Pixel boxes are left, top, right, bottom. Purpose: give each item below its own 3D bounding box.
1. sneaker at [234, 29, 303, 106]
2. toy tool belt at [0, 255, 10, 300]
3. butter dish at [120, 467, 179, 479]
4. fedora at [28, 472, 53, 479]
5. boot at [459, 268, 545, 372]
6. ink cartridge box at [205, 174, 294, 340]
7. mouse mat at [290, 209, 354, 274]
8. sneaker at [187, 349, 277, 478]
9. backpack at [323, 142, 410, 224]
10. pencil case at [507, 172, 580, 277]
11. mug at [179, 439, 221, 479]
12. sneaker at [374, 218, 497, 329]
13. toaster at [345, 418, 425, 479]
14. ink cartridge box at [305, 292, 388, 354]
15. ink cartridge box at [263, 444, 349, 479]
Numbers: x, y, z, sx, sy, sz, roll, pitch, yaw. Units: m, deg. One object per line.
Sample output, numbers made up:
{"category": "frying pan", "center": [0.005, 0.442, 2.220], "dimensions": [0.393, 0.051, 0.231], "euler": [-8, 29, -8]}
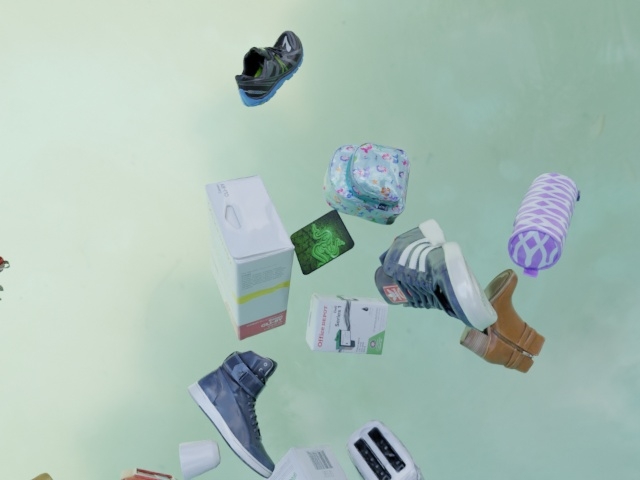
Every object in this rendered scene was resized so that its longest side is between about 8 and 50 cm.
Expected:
{"category": "sneaker", "center": [-0.089, -0.317, 0.883], "dimensions": [0.067, 0.078, 0.188], "euler": [11, 55, 31]}
{"category": "toy tool belt", "center": [-0.403, 0.061, 0.587], "dimensions": [0.052, 0.051, 0.083], "euler": [15, 39, 9]}
{"category": "butter dish", "center": [-0.424, 0.636, 1.221], "dimensions": [0.159, 0.160, 0.118], "euler": [19, 69, -15]}
{"category": "fedora", "center": [-0.808, 0.716, 1.411], "dimensions": [0.194, 0.194, 0.079], "euler": [-31, 76, 1]}
{"category": "boot", "center": [0.398, 0.169, 1.029], "dimensions": [0.152, 0.073, 0.197], "euler": [25, 106, 1]}
{"category": "ink cartridge box", "center": [-0.203, 0.053, 1.396], "dimensions": [0.160, 0.385, 0.279], "euler": [-15, 55, -19]}
{"category": "mouse mat", "center": [0.000, 0.000, 1.303], "dimensions": [0.152, 0.007, 0.190], "euler": [-31, 38, 5]}
{"category": "sneaker", "center": [-0.122, 0.316, 0.951], "dimensions": [0.163, 0.086, 0.226], "euler": [-38, 77, -16]}
{"category": "backpack", "center": [0.139, -0.182, 1.513], "dimensions": [0.253, 0.191, 0.225], "euler": [13, 67, -1]}
{"category": "pencil case", "center": [0.371, -0.035, 0.830], "dimensions": [0.086, 0.088, 0.206], "euler": [21, 42, 23]}
{"category": "mug", "center": [-0.211, 0.374, 0.877], "dimensions": [0.064, 0.062, 0.078], "euler": [-12, 35, -11]}
{"category": "sneaker", "center": [0.168, 0.071, 0.812], "dimensions": [0.148, 0.350, 0.131], "euler": [-28, 100, 8]}
{"category": "toaster", "center": [0.145, 0.514, 1.149], "dimensions": [0.129, 0.146, 0.227], "euler": [-32, 50, -12]}
{"category": "ink cartridge box", "center": [0.078, 0.250, 1.494], "dimensions": [0.219, 0.092, 0.160], "euler": [5, 96, -14]}
{"category": "ink cartridge box", "center": [-0.046, 0.636, 1.022], "dimensions": [0.309, 0.130, 0.272], "euler": [-52, 48, 15]}
